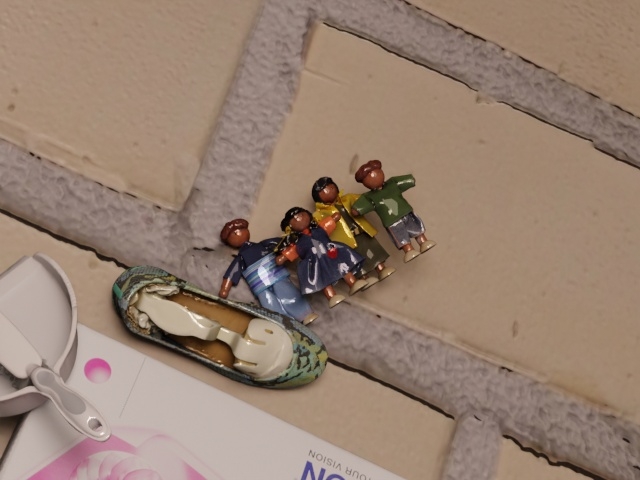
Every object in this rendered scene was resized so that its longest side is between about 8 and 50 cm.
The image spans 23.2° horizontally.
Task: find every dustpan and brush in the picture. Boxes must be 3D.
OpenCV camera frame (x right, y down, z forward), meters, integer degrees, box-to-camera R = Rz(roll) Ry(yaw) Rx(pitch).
[{"bbox_3d":[-0.214,0.092,1.134,0.147,0.060,0.211,-39,58,-20],"label":"dustpan and brush"}]

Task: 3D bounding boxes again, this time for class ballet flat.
[{"bbox_3d":[-0.081,0.077,1.258,0.188,0.070,0.070,19,59,-8],"label":"ballet flat"}]

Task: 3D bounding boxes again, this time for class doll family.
[{"bbox_3d":[0.000,0.000,1.332,0.193,0.076,0.111,-30,84,-29],"label":"doll family"}]

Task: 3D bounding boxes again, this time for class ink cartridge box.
[{"bbox_3d":[-0.107,0.269,1.155,0.324,0.071,0.330,26,57,-10],"label":"ink cartridge box"}]
